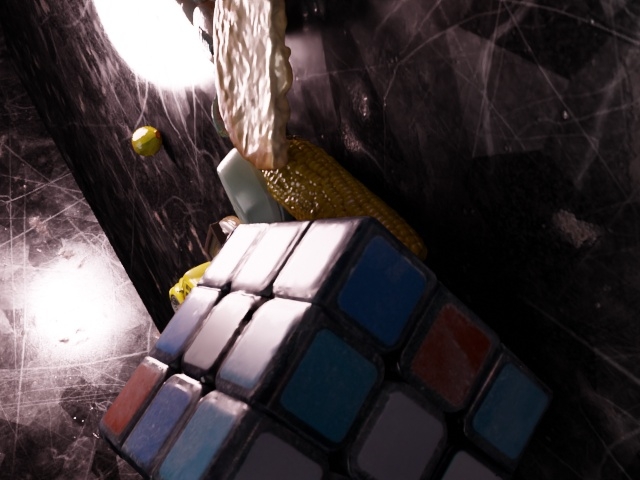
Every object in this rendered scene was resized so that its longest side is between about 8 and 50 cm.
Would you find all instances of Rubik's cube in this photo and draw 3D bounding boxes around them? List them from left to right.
[{"bbox_3d":[-0.001,0.202,0.857,0.358,0.363,0.362,38,165,-23],"label":"Rubik's cube"}]

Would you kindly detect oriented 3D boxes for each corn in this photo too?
[{"bbox_3d":[0.024,-0.043,0.976,0.305,0.106,0.106,44,151,36],"label":"corn"}]

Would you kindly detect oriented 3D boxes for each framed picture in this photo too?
[{"bbox_3d":[-0.212,0.044,1.539,0.128,0.023,0.168,60,159,10],"label":"framed picture"}]

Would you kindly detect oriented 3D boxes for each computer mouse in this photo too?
[{"bbox_3d":[-0.098,-0.063,1.219,0.159,0.097,0.288,56,173,18],"label":"computer mouse"}]

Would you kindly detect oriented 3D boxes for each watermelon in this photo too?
[{"bbox_3d":[-0.158,-0.224,1.244,0.061,0.085,0.085,2,126,17],"label":"watermelon"}]

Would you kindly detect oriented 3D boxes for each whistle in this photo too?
[{"bbox_3d":[-0.188,-0.355,1.135,0.220,0.057,0.107,51,155,29],"label":"whistle"}]

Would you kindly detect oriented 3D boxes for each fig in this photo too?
[{"bbox_3d":[-0.422,-0.246,1.726,0.088,0.074,0.074,-20,98,45],"label":"fig"}]

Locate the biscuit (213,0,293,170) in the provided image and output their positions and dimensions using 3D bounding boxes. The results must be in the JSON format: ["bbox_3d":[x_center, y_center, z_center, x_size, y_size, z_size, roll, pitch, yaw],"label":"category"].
[{"bbox_3d":[-0.099,-0.256,0.991,0.204,0.040,0.309,14,110,60],"label":"biscuit"}]

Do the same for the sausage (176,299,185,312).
[{"bbox_3d":[-0.166,0.139,1.392,0.123,0.136,0.500,36,148,-23],"label":"sausage"}]

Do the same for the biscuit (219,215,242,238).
[{"bbox_3d":[-0.172,0.039,1.546,0.208,0.049,0.181,40,149,45],"label":"biscuit"}]

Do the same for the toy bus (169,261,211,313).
[{"bbox_3d":[-0.237,0.158,1.688,0.330,0.144,0.152,37,138,40],"label":"toy bus"}]
